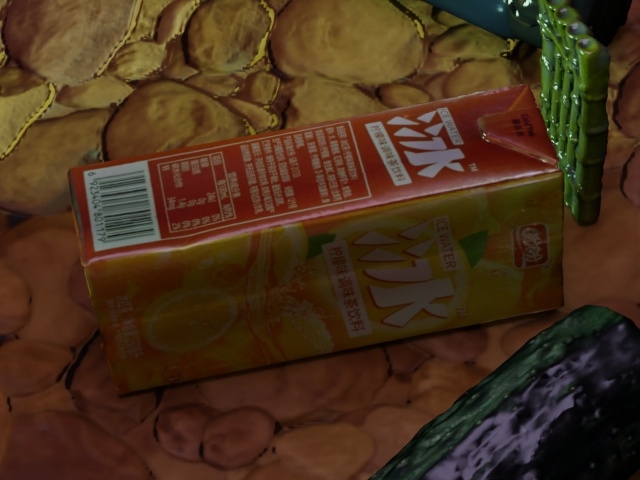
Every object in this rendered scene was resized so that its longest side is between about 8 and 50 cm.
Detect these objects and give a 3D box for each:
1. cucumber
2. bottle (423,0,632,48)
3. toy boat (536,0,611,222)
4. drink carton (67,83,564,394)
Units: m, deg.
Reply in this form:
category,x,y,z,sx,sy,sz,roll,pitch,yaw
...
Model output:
category,x,y,z,sx,sy,sz,roll,pitch,yaw
cucumber,0.058,0.108,0.848,0.211,0.062,0.078,-33,51,-24
bottle,0.063,-0.171,1.116,0.244,0.072,0.082,29,25,30
toy boat,0.123,-0.068,0.977,0.016,0.115,0.063,-16,45,-10
drink carton,0.000,0.000,0.940,0.223,0.096,0.071,-12,45,-3
